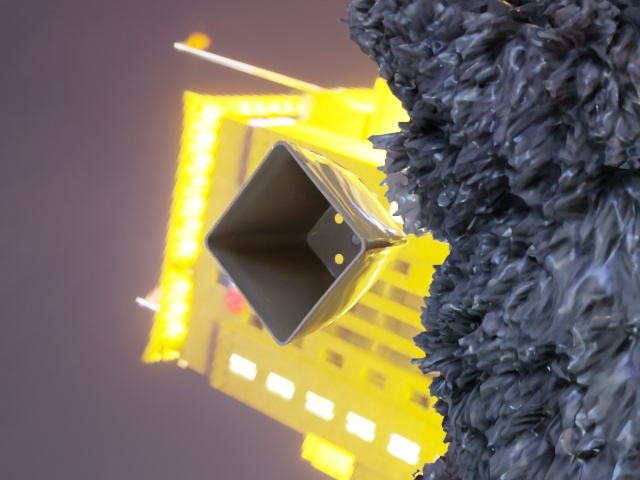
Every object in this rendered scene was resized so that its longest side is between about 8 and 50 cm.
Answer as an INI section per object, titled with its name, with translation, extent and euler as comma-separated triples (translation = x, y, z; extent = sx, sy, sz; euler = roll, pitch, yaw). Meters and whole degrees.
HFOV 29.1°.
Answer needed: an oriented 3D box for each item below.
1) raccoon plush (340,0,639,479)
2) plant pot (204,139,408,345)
[raccoon plush]
translation = 0.131, 0.035, 0.431
extent = 0.216, 0.446, 0.299
euler = -16, -75, -3
[plant pot]
translation = 0.000, 0.000, 0.923
extent = 0.096, 0.109, 0.109
euler = -4, -41, -53
